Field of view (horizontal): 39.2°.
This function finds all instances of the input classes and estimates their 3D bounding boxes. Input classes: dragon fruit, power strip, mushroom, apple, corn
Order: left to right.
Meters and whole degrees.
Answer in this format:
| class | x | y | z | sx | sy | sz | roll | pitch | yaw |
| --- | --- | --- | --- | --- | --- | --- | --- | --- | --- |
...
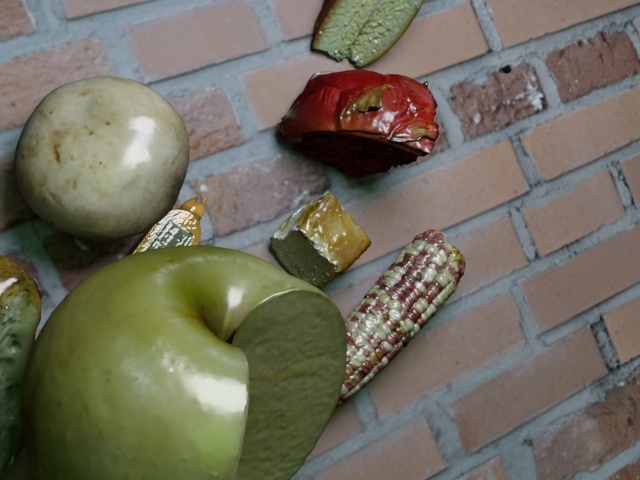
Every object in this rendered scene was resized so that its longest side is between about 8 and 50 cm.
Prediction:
| class | x | y | z | sx | sy | sz | roll | pitch | yaw |
| --- | --- | --- | --- | --- | --- | --- | --- | --- | --- |
| mushroom | -0.208 | -0.077 | 0.864 | 0.166 | 0.127 | 0.166 | 2 | 66 | -5 |
| power strip | -0.170 | 0.023 | 0.915 | 0.049 | 0.028 | 0.178 | 39 | 70 | -13 |
| apple | -0.132 | 0.141 | 0.786 | 0.233 | 0.257 | 0.295 | 32 | 32 | 13 |
| dragon fruit | 0.050 | -0.144 | 0.968 | 0.127 | 0.161 | 0.120 | 25 | 75 | -30 |
| corn | 0.071 | 0.084 | 0.987 | 0.237 | 0.079 | 0.079 | -45 | 101 | -19 |

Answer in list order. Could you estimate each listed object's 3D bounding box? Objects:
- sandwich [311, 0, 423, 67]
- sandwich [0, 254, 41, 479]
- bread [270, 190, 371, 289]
| class | x | y | z | sx | sy | sz | roll | pitch | yaw |
| --- | --- | --- | --- | --- | --- | --- | --- | --- | --- |
| sandwich | 0.077 | -0.324 | 1.037 | 0.094 | 0.096 | 0.258 | 24 | 76 | -24 |
| sandwich | -0.324 | 0.155 | 0.698 | 0.087 | 0.226 | 0.251 | 17 | 31 | 13 |
| bread | 0.000 | 0.000 | 0.969 | 0.083 | 0.077 | 0.070 | 50 | 56 | -9 |
